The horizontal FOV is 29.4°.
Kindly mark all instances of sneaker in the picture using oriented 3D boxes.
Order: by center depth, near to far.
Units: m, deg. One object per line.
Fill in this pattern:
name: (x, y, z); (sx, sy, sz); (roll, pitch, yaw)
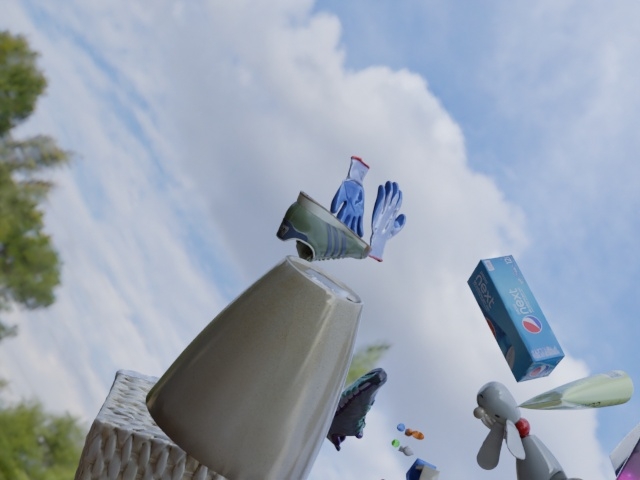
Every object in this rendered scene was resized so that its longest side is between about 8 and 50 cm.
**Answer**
sneaker: (0.000, 0.000, 1.874); (0.064, 0.086, 0.192); (38, 0, 42)
sneaker: (0.080, 0.344, 2.481); (0.098, 0.083, 0.223); (49, -52, 1)

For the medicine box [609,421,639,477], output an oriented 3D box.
medicine box: (0.727, 0.488, 2.394); (0.289, 0.149, 0.263); (42, 5, 10)

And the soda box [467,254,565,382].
soda box: (0.327, 0.130, 2.057); (0.210, 0.067, 0.071); (67, -29, 30)

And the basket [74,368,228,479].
basket: (-0.253, 0.438, 2.033); (0.266, 0.328, 0.331); (-76, -176, -79)

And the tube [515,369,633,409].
tube: (0.434, 0.260, 2.041); (0.062, 0.240, 0.070); (45, -59, 35)

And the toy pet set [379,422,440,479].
toy pet set: (0.161, 0.415, 2.243); (0.114, 0.122, 0.065); (26, -18, -14)

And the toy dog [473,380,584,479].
toy dog: (0.413, 0.478, 2.568); (0.334, 0.161, 0.220); (47, -24, 20)

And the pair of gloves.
pair of gloves: (0.091, -0.053, 2.205); (0.023, 0.159, 0.198); (1, -21, 43)

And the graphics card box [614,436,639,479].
graphics card box: (0.514, 0.455, 1.799); (0.232, 0.371, 0.094); (29, -42, 19)

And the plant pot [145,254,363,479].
plant pot: (-0.063, 0.168, 1.692); (0.256, 0.274, 0.256); (31, 8, -5)
